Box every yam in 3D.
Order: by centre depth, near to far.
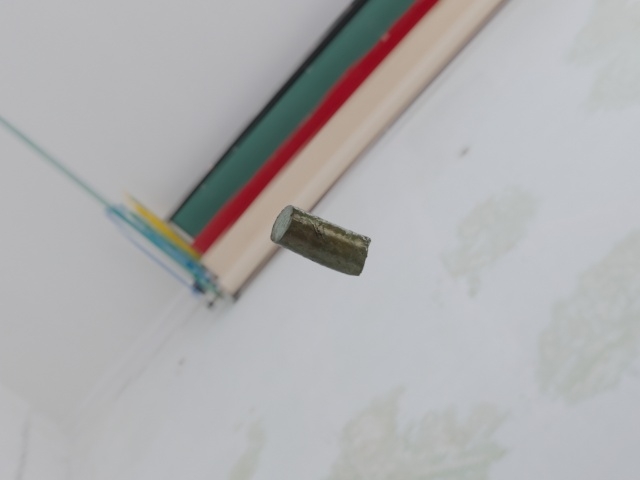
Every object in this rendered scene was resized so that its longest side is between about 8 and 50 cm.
[{"bbox_3d":[0.000,0.000,1.278,0.043,0.094,0.043,24,90,-90],"label":"yam"}]
